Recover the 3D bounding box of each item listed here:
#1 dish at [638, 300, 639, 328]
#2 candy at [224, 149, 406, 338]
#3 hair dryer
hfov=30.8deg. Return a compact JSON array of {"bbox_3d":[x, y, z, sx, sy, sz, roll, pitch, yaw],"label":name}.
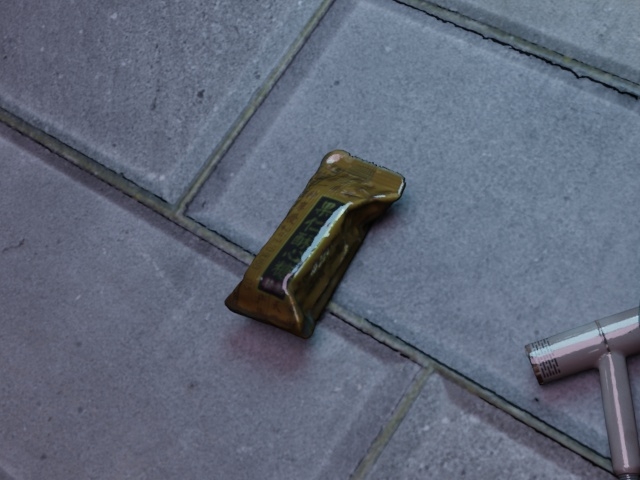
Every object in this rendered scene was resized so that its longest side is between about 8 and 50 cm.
[{"bbox_3d":[0.440,0.063,1.278,0.243,0.080,0.182,23,69,-19],"label":"dish"},{"bbox_3d":[0.000,0.000,1.503,0.143,0.101,0.271,21,69,32],"label":"candy"},{"bbox_3d":[0.359,0.186,1.311,0.195,0.053,0.220,-21,62,9],"label":"hair dryer"}]
